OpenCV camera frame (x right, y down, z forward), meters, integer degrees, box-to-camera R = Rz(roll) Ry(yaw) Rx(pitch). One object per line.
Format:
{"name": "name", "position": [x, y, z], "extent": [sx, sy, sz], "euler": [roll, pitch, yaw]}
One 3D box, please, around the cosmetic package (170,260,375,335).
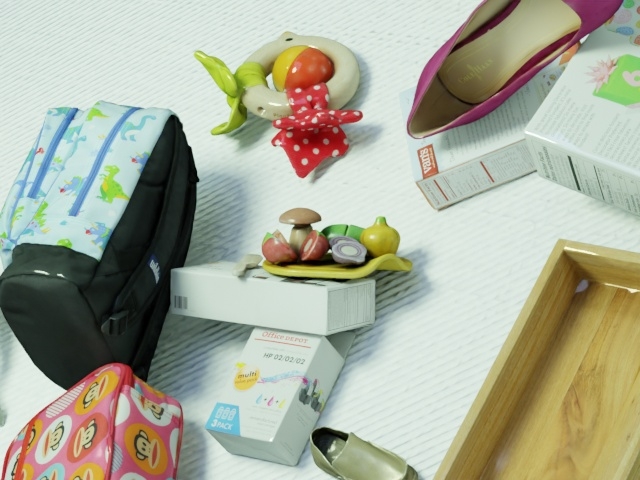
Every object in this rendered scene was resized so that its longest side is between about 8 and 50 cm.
{"name": "cosmetic package", "position": [-0.059, 0.065, 2.040], "extent": [0.239, 0.099, 0.060], "euler": [6, 97, 36]}

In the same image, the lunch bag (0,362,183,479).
{"name": "lunch bag", "position": [-0.285, 0.306, 1.961], "extent": [0.258, 0.120, 0.293], "euler": [-34, 32, 29]}

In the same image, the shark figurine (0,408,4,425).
{"name": "shark figurine", "position": [-0.442, 0.103, 2.278], "extent": [0.166, 0.116, 0.278], "euler": [-63, 28, 24]}

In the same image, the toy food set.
{"name": "toy food set", "position": [0.000, 0.000, 2.016], "extent": [0.218, 0.071, 0.128], "euler": [1, 10, 14]}

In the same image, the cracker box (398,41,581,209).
{"name": "cracker box", "position": [0.218, -0.150, 2.064], "extent": [0.232, 0.067, 0.156], "euler": [-21, 47, 16]}

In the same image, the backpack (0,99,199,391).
{"name": "backpack", "position": [-0.271, -0.015, 2.128], "extent": [0.273, 0.290, 0.355], "euler": [16, 58, 23]}

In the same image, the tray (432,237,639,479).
{"name": "tray", "position": [0.254, 0.198, 1.748], "extent": [0.203, 0.076, 0.411], "euler": [12, 61, 40]}

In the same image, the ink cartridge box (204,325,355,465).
{"name": "ink cartridge box", "position": [-0.045, 0.162, 1.984], "extent": [0.104, 0.061, 0.181], "euler": [6, 58, 37]}

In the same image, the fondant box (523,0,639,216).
{"name": "fondant box", "position": [0.423, -0.130, 1.847], "extent": [0.330, 0.096, 0.238], "euler": [25, 70, 30]}

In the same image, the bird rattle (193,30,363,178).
{"name": "bird rattle", "position": [-0.037, -0.205, 2.246], "extent": [0.253, 0.143, 0.207], "euler": [15, 48, 37]}

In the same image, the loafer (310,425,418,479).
{"name": "loafer", "position": [0.040, 0.243, 1.868], "extent": [0.148, 0.050, 0.056], "euler": [13, 63, 40]}

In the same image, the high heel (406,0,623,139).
{"name": "high heel", "position": [0.214, -0.217, 1.882], "extent": [0.181, 0.127, 0.377], "euler": [-51, 0, -20]}
